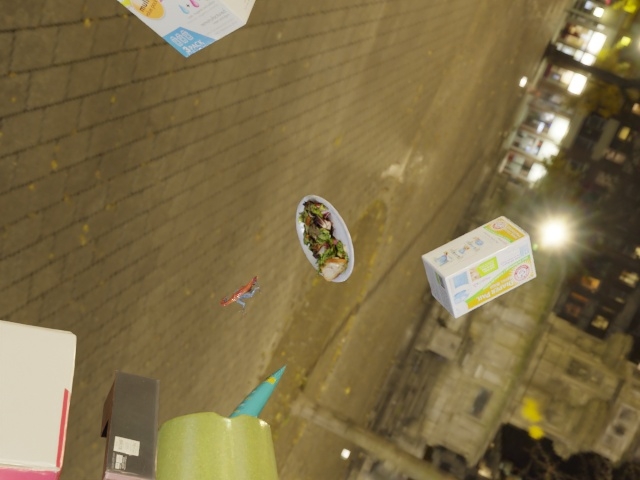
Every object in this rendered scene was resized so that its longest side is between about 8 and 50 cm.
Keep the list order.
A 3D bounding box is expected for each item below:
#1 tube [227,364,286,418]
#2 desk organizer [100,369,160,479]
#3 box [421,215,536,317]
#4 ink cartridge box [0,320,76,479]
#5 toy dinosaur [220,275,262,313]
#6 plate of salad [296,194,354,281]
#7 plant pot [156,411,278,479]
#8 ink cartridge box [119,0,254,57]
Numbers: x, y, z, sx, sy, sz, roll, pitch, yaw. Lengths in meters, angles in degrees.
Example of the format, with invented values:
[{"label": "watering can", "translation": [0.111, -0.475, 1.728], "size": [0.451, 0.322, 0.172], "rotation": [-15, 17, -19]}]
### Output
[{"label": "tube", "translation": [-0.134, 0.334, 1.704], "size": [0.080, 0.052, 0.207], "rotation": [-33, -170, 33]}, {"label": "desk organizer", "translation": [-0.186, 0.192, 0.792], "size": [0.050, 0.047, 0.130], "rotation": [-62, -158, 28]}, {"label": "box", "translation": [0.332, 0.053, 1.715], "size": [0.203, 0.103, 0.114], "rotation": [-26, 123, -10]}, {"label": "ink cartridge box", "translation": [-0.298, 0.218, 0.741], "size": [0.172, 0.100, 0.237], "rotation": [-107, -145, -55]}, {"label": "toy dinosaur", "translation": [-0.160, 0.101, 1.614], "size": [0.082, 0.047, 0.090], "rotation": [-20, 139, -10]}, {"label": "plate of salad", "translation": [0.000, 0.000, 1.766], "size": [0.048, 0.200, 0.200], "rotation": [-24, 146, -30]}, {"label": "plant pot", "translation": [-0.160, 0.405, 1.236], "size": [0.276, 0.276, 0.254], "rotation": [98, -9, -58]}, {"label": "ink cartridge box", "translation": [-0.162, -0.275, 0.815], "size": [0.104, 0.181, 0.062], "rotation": [-15, -132, 44]}]
